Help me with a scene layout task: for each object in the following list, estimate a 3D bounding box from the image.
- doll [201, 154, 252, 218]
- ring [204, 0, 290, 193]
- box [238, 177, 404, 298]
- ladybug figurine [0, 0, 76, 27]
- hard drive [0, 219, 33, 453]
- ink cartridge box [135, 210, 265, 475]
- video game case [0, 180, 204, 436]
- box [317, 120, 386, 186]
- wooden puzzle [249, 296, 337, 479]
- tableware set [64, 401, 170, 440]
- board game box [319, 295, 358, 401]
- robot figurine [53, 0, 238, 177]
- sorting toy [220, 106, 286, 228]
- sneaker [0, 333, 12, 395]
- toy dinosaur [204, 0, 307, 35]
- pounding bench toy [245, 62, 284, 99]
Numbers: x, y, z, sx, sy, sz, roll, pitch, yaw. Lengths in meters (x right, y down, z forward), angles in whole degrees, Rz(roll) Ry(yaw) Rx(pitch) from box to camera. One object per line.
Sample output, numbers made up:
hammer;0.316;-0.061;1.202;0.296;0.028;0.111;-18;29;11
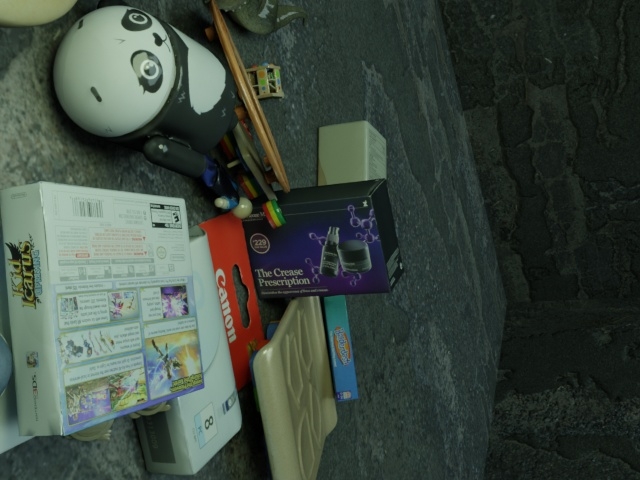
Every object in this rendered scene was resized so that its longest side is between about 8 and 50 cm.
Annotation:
doll;-0.169;-0.099;1.236;0.189;0.046;0.129;56;10;-41
ring;-0.124;-0.232;1.261;0.336;0.032;0.337;-22;90;-88
box;0.000;0.000;1.370;0.103;0.261;0.184;-44;125;-60
ladybug figurine;-0.387;-0.369;0.680;0.449;0.162;0.305;53;39;-50
hard drive;-0.349;0.103;0.774;0.353;0.047;0.233;-21;105;-59
ink cartridge box;-0.162;0.133;1.193;0.385;0.091;0.308;-32;115;-62
video game case;-0.232;0.068;0.851;0.269;0.061;0.244;2;80;-69
box;0.074;-0.099;1.729;0.148;0.121;0.311;28;60;-62
wooden puzzle;-0.055;0.282;1.377;0.348;0.080;0.322;-51;134;-71
tableware set;-0.261;0.168;0.964;0.141;0.020;0.169;-8;96;-30
board game box;0.037;0.216;1.586;0.160;0.047;0.210;150;-68;-87
robot figurine;-0.220;-0.202;1.012;0.174;0.209;0.278;-64;156;5
sorting toy;-0.135;-0.147;1.290;0.132;0.046;0.274;60;6;-54
sneaker;-0.358;0.086;0.569;0.350;0.148;0.131;25;66;-56
toy dinosaur;-0.129;-0.447;1.382;0.313;0.121;0.160;37;64;-65
pounding bench toy;-0.100;-0.304;1.458;0.083;0.052;0.065;-19;103;-66
